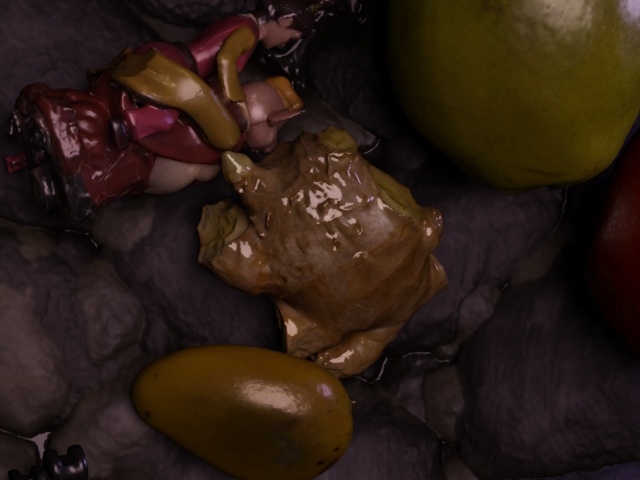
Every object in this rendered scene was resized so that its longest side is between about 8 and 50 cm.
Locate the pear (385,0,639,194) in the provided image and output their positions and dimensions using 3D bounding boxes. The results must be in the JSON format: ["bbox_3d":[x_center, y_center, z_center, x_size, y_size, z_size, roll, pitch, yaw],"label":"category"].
[{"bbox_3d":[0.152,-0.166,1.164,0.212,0.212,0.269,-12,103,-22],"label":"pear"}]

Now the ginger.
[{"bbox_3d":[0.000,0.000,1.133,0.157,0.102,0.216,-38,122,14],"label":"ginger"}]

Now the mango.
[{"bbox_3d":[-0.056,0.122,1.119,0.161,0.076,0.103,14,123,-5],"label":"mango"}]

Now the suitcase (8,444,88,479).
[{"bbox_3d":[-0.244,0.314,0.972,0.230,0.152,0.335,-7,79,-23],"label":"suitcase"}]

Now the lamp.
[{"bbox_3d":[-0.093,-0.096,1.115,0.253,0.118,0.118,-24,93,-25],"label":"lamp"}]

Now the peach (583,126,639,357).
[{"bbox_3d":[0.319,-0.004,1.217,0.243,0.199,0.243,3,76,-13],"label":"peach"}]
